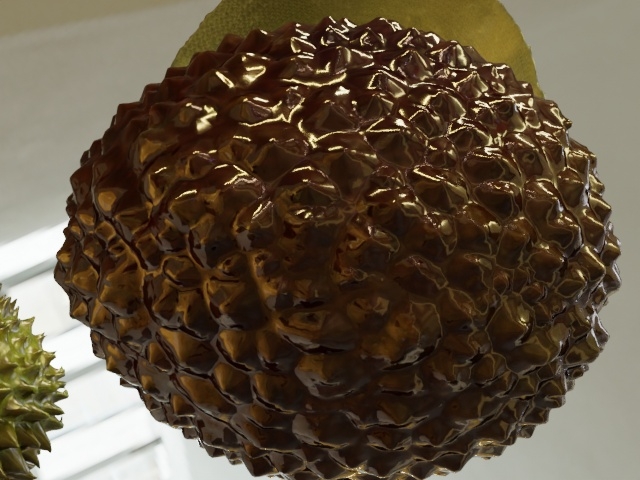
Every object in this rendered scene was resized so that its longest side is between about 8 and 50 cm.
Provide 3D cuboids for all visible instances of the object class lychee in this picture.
[{"bbox_3d":[0.000,0.000,0.529,0.188,0.188,0.188,-20,-40,-17],"label":"lychee"}]

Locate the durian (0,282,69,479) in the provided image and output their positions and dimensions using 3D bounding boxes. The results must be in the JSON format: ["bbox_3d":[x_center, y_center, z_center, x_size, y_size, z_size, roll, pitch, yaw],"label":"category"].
[{"bbox_3d":[-0.318,0.127,1.020,0.291,0.291,0.225,-19,-26,-19],"label":"durian"}]

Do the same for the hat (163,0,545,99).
[{"bbox_3d":[0.028,-0.049,0.947,0.257,0.257,0.130,-36,-19,3],"label":"hat"}]
